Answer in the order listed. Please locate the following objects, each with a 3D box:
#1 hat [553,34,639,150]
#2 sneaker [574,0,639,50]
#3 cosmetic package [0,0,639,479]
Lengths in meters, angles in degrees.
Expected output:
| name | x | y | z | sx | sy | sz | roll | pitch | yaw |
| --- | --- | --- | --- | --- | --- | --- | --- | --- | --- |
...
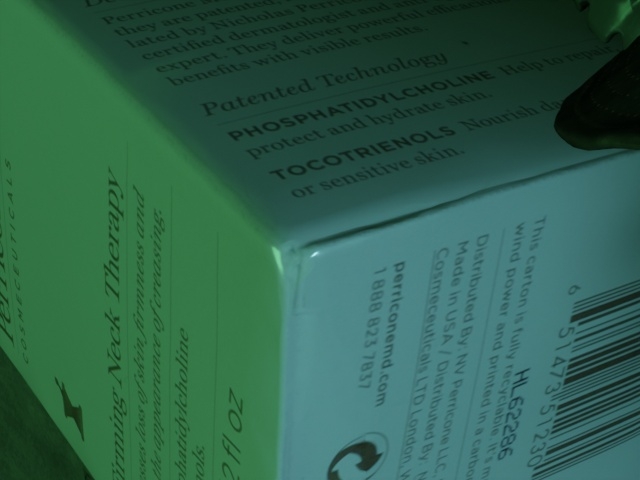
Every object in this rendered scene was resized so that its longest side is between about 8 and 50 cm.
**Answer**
| name | x | y | z | sx | sy | sz | roll | pitch | yaw |
| --- | --- | --- | --- | --- | --- | --- | --- | --- | --- |
| hat | 0.256 | -0.080 | 0.466 | 0.134 | 0.331 | 0.331 | 56 | 151 | -8 |
| sneaker | 0.149 | -0.220 | 0.739 | 0.341 | 0.125 | 0.140 | 44 | 122 | 32 |
| cosmetic package | 0.000 | 0.000 | 0.860 | 0.393 | 0.327 | 0.329 | 42 | 138 | 42 |
